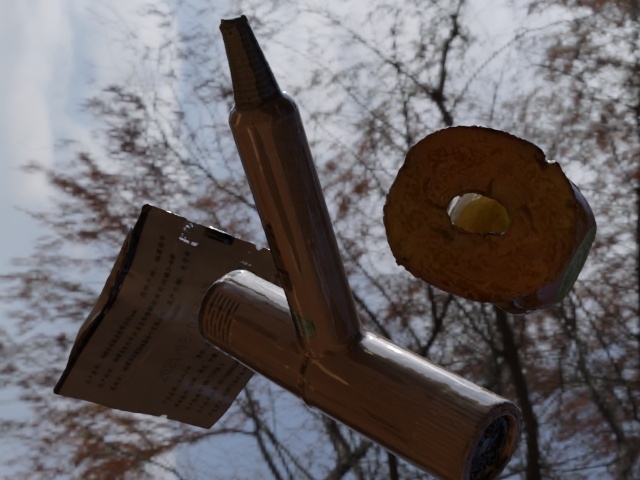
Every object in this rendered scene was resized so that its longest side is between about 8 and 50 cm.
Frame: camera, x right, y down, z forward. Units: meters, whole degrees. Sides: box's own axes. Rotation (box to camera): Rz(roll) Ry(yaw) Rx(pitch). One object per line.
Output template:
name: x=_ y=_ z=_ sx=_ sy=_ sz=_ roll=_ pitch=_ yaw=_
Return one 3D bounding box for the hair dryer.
hair dryer: x=0.009 y=0.001 z=0.458 sx=0.195 sy=0.053 sz=0.220 roll=24 pitch=-47 yaw=36

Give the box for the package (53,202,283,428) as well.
package: x=-0.153 y=0.100 z=1.014 sx=0.251 sy=0.203 sz=0.062 roll=-61 pitch=-155 yaw=18

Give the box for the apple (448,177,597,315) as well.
apple: x=0.205 y=0.001 z=0.983 sx=0.146 sy=0.147 sz=0.163 roll=24 pitch=-35 yaw=19

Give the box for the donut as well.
donut: x=0.151 y=-0.020 z=0.871 sx=0.178 sy=0.065 sz=0.162 roll=32 pitch=-94 yaw=14
